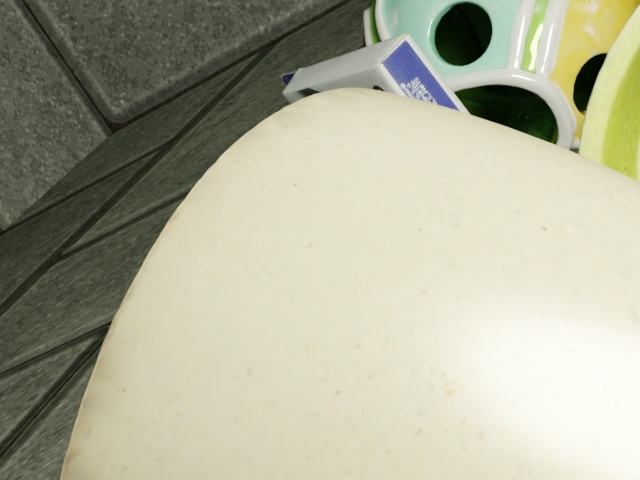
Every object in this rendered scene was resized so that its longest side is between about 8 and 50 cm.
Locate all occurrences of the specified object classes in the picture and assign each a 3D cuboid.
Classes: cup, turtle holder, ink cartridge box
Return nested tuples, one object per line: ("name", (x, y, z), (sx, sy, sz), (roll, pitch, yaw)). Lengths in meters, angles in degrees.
("cup", (0.097, 0.120, 0.594), (0.237, 0.331, 0.331), (8, 36, 30))
("turtle holder", (0.191, -0.161, 1.435), (0.320, 0.243, 0.227), (9, 44, 6))
("ink cartridge box", (0.068, -0.057, 1.376), (0.045, 0.223, 0.224), (-46, 16, -22))

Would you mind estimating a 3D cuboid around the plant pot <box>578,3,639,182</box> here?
("plant pot", (0.287, -0.045, 0.818), (0.276, 0.276, 0.254), (-27, 4, 25))
